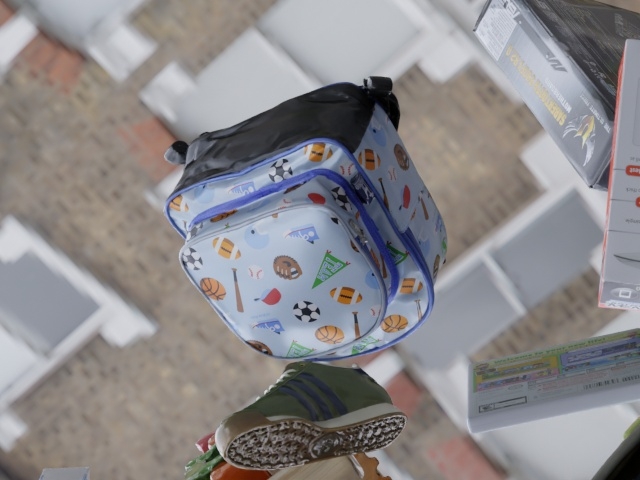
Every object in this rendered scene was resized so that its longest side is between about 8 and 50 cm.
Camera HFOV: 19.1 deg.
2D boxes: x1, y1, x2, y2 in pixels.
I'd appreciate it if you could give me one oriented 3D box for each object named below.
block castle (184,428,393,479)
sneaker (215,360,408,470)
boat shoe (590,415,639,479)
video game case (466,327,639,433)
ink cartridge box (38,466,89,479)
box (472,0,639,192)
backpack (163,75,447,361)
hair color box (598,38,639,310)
[{"bbox_3d":[-0.006,0.322,1.912,0.303,0.213,0.453,54,-179,-5],"label":"block castle"},{"bbox_3d":[-0.021,0.147,1.668,0.192,0.064,0.086,-3,-137,-35],"label":"sneaker"},{"bbox_3d":[0.176,0.198,1.110,0.305,0.109,0.091,-48,-43,-30],"label":"boat shoe"},{"bbox_3d":[0.272,0.159,2.166,0.193,0.212,0.023,-74,-30,-74],"label":"video game case"},{"bbox_3d":[-0.268,0.306,1.990,0.088,0.052,0.122,-130,38,-85],"label":"ink cartridge box"},{"bbox_3d":[0.239,-0.104,1.423,0.183,0.056,0.231,12,-150,-29],"label":"box"},{"bbox_3d":[0.000,0.000,1.927,0.263,0.276,0.213,49,-139,-32],"label":"backpack"},{"bbox_3d":[0.229,-0.039,1.202,0.053,0.093,0.167,80,-162,-68],"label":"hair color box"}]
